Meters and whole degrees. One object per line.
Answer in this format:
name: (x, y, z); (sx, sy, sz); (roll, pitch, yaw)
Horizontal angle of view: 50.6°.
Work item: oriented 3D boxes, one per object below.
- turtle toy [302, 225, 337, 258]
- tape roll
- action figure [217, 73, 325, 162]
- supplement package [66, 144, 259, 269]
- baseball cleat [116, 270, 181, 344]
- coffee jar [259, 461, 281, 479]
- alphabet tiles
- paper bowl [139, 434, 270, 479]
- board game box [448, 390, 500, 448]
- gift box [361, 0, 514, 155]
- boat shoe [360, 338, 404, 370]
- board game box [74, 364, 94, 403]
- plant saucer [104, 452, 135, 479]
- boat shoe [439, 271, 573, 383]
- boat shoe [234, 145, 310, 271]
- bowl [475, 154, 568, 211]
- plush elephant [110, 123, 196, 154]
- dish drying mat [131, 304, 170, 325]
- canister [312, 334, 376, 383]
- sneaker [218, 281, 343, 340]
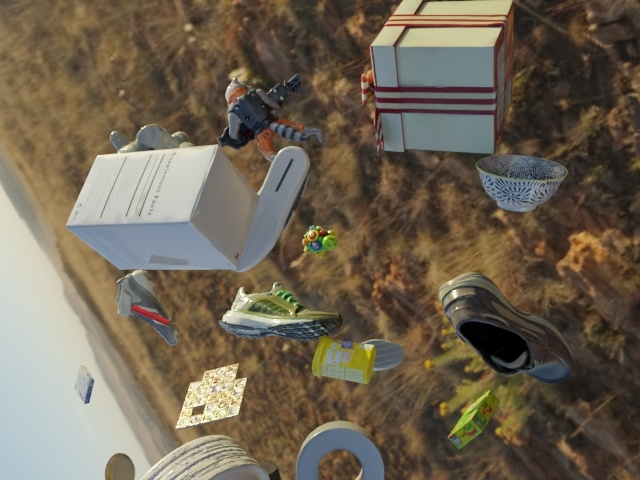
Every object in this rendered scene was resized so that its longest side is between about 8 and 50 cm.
turtle toy: (0.000, 0.000, 2.047); (0.130, 0.095, 0.066); (18, 164, 35)
tape roll: (0.050, 0.569, 1.697); (0.219, 0.219, 0.072); (59, -177, 2)
action figure: (-0.143, -0.391, 2.062); (0.330, 0.341, 0.178); (37, 167, 8)
supplement package: (-0.299, -0.057, 1.310); (0.293, 0.175, 0.177); (0, 149, 26)
baseball cleat: (-0.422, 0.175, 1.627); (0.205, 0.109, 0.072); (65, 159, -8)
coffee jar: (-0.142, 0.517, 1.387); (0.184, 0.096, 0.079); (116, 146, -51)
alphabet tiles: (-0.314, 0.456, 2.013); (0.237, 0.198, 0.009); (-84, -25, -60)
paper bowl: (-0.201, 0.488, 1.147); (0.148, 0.284, 0.284); (34, 149, 35)
board game box: (0.417, 0.482, 1.830); (0.043, 0.181, 0.092); (47, 120, 11)
gift box: (0.227, -0.299, 1.318); (0.258, 0.255, 0.276); (8, 127, 21)
boat shoe: (0.142, 0.414, 2.393); (0.094, 0.302, 0.109); (100, 165, -70)
board game box: (-0.767, 0.467, 2.198); (0.090, 0.020, 0.090); (36, 115, 40)
plant saucer: (-0.411, 0.481, 1.401); (0.083, 0.083, 0.015); (49, -166, 28)
boat shoe: (0.362, 0.204, 1.317); (0.355, 0.130, 0.132); (33, 130, -23)
boat shoe: (-0.113, -0.065, 1.639); (0.121, 0.335, 0.119); (34, -179, 19)
bowl: (0.383, -0.105, 1.304); (0.170, 0.170, 0.080); (33, 130, 52)
plush elephant: (-0.446, -0.179, 1.741); (0.330, 0.272, 0.255); (47, 178, 42)
dish drying mat: (-0.356, 0.158, 1.422); (0.083, 0.008, 0.032); (26, -177, -9)
canister: (0.073, 0.360, 2.041); (0.170, 0.126, 0.073); (7, 144, 18)
sneaker: (-0.124, 0.212, 2.168); (0.411, 0.182, 0.158); (0, 154, 19)
